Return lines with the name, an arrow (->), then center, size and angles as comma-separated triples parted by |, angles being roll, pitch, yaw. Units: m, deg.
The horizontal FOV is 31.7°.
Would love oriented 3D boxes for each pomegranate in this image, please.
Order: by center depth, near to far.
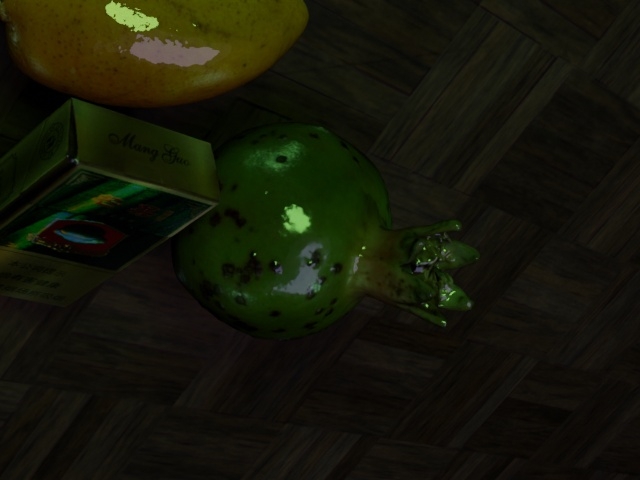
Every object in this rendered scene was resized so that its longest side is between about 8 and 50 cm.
pomegranate -> -0.015, 0.002, 1.079 | 0.231, 0.286, 0.231 | -15, 115, -34

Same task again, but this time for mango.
mango -> -0.133, -0.183, 0.922 | 0.252, 0.154, 0.126 | -3, 139, -16

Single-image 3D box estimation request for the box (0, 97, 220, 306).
box -> -0.226, -0.025, 0.996 | 0.159, 0.071, 0.240 | 18, 142, -43
